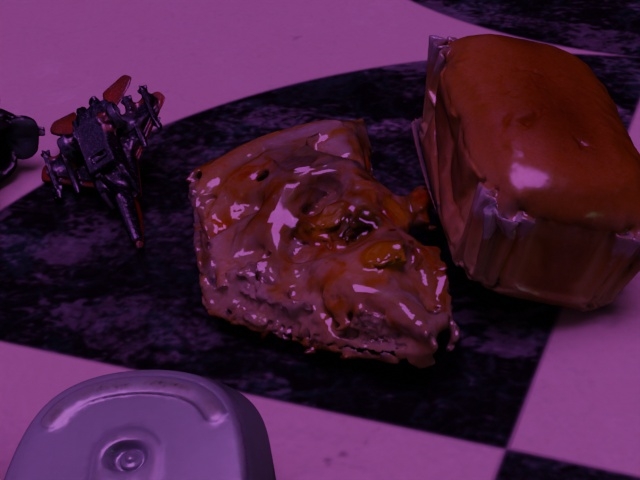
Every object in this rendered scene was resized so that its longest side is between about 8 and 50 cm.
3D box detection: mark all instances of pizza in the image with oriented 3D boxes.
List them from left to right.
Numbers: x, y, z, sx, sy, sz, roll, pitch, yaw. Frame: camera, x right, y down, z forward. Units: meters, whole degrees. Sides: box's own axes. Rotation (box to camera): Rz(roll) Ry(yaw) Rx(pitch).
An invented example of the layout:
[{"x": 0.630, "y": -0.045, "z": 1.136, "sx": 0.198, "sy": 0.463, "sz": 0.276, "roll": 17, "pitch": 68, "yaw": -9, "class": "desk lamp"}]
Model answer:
[{"x": 0.000, "y": 0.000, "z": 0.916, "sx": 0.189, "sy": 0.071, "sz": 0.297, "roll": -13, "pitch": 38, "yaw": -8, "class": "pizza"}]

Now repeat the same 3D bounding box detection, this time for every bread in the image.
[{"x": 0.152, "y": -0.061, "z": 0.913, "sx": 0.136, "sy": 0.107, "sz": 0.241, "roll": 10, "pitch": 34, "yaw": -12, "class": "bread"}]

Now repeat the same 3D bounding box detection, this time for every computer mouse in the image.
[{"x": -0.101, "y": 0.192, "z": 0.663, "sx": 0.160, "sy": 0.097, "sz": 0.288, "roll": -3, "pitch": 48, "yaw": 4, "class": "computer mouse"}]

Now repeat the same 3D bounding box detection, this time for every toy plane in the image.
[{"x": -0.175, "y": -0.062, "z": 1.038, "sx": 0.130, "sy": 0.061, "sz": 0.189, "roll": -32, "pitch": 40, "yaw": 7, "class": "toy plane"}]

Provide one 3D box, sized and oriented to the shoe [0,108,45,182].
[{"x": -0.290, "y": -0.089, "z": 1.090, "sx": 0.099, "sy": 0.071, "sz": 0.169, "roll": -1, "pitch": 41, "yaw": 8, "class": "shoe"}]
